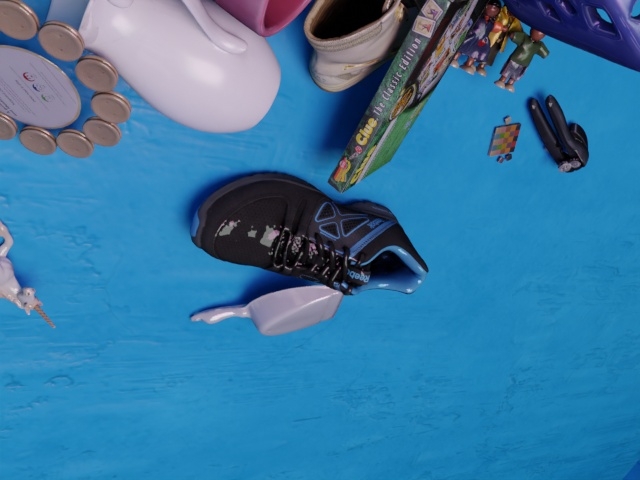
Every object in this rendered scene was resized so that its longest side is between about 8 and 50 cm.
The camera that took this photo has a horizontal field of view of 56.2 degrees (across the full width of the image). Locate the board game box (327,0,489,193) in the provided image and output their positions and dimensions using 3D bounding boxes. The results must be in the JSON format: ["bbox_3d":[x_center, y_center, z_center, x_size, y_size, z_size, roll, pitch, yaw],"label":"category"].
[{"bbox_3d":[0.103,-0.177,0.712,0.136,0.030,0.259,-39,164,-49],"label":"board game box"}]

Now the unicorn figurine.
[{"bbox_3d":[-0.377,0.034,0.661,0.162,0.060,0.111,4,124,-14],"label":"unicorn figurine"}]

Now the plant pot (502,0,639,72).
[{"bbox_3d":[0.261,-0.323,0.528,0.212,0.236,0.236,29,109,-35],"label":"plant pot"}]

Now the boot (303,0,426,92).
[{"bbox_3d":[0.075,-0.251,0.635,0.213,0.077,0.165,-35,176,2],"label":"boot"}]

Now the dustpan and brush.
[{"bbox_3d":[-0.080,0.104,0.880,0.211,0.060,0.147,-17,160,-14],"label":"dustpan and brush"}]

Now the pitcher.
[{"bbox_3d":[-0.127,-0.184,0.557,0.207,0.178,0.125,22,79,-38],"label":"pitcher"}]

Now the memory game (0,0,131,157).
[{"bbox_3d":[-0.267,-0.141,0.549,0.186,0.012,0.186,4,146,3],"label":"memory game"}]

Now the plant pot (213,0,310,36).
[{"bbox_3d":[-0.058,-0.296,0.465,0.180,0.201,0.201,38,103,-4],"label":"plant pot"}]

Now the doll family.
[{"bbox_3d":[0.206,-0.272,0.758,0.193,0.076,0.111,9,123,-32],"label":"doll family"}]

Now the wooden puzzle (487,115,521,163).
[{"bbox_3d":[0.289,-0.158,0.941,0.049,0.006,0.083,-13,130,-22],"label":"wooden puzzle"}]

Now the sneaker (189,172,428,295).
[{"bbox_3d":[0.000,0.000,0.797,0.341,0.139,0.125,4,122,-33],"label":"sneaker"}]

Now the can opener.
[{"bbox_3d":[0.380,-0.170,0.963,0.059,0.073,0.186,-18,144,38],"label":"can opener"}]
